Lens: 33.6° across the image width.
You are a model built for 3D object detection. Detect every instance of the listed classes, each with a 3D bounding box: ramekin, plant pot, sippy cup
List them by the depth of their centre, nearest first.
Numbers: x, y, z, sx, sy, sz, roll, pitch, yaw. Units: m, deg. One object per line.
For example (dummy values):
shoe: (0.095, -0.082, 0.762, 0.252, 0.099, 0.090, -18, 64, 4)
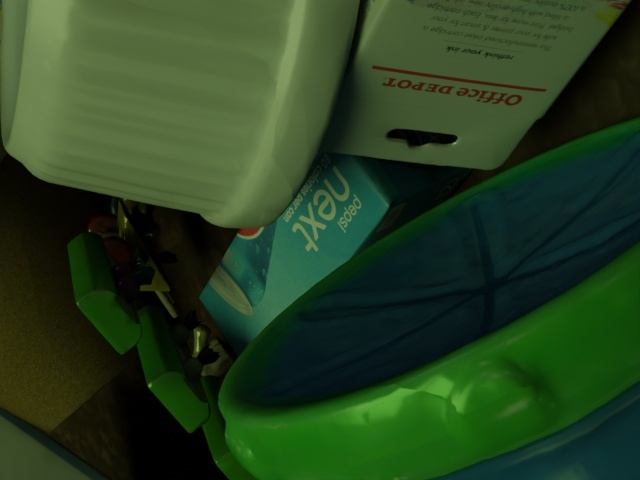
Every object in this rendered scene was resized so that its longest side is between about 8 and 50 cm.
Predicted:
sippy cup: (0.112, 0.097, 0.433, 0.224, 0.240, 0.305, 60, 169, -10)
ramekin: (-0.083, -0.143, 0.513, 0.273, 0.127, 0.273, -177, 90, -70)
plant pot: (-0.260, 0.024, 0.863, 0.254, 0.237, 0.237, 50, 143, -2)

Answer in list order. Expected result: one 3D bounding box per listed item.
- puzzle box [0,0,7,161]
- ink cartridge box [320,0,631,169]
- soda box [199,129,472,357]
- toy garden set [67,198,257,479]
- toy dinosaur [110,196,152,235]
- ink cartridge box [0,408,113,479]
puzzle box: (-0.360, -0.156, 0.762, 0.409, 0.272, 0.052, 24, 164, 28)
ink cartridge box: (0.067, -0.111, 0.440, 0.181, 0.104, 0.062, 122, 146, -48)
soda box: (0.000, 0.000, 0.631, 0.071, 0.067, 0.210, 54, 142, 15)
toy garden set: (-0.079, 0.080, 0.732, 0.244, 0.049, 0.204, 54, 178, -24)
toy dinosaur: (-0.156, -0.044, 0.828, 0.090, 0.047, 0.082, -5, 87, 63)
ink cartridge box: (-0.187, 0.346, 0.928, 0.270, 0.151, 0.395, 18, 143, 45)
